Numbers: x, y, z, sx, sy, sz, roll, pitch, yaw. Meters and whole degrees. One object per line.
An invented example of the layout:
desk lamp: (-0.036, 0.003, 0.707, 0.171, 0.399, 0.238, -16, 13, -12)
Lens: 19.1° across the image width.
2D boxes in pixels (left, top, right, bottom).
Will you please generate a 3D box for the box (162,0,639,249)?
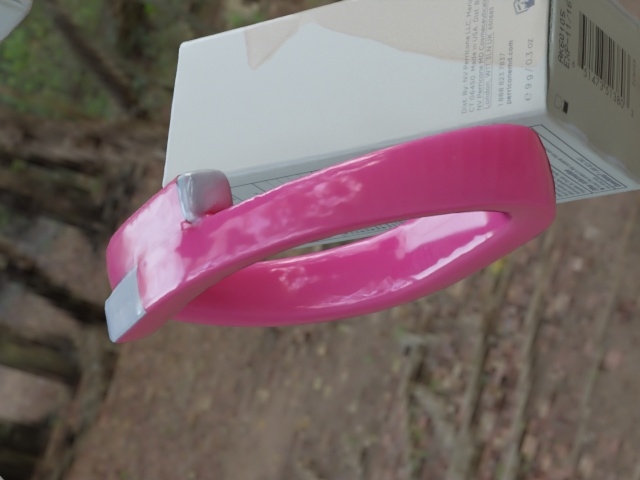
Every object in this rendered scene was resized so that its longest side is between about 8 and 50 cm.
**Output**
box: (0.056, -0.087, 1.307, 0.311, 0.148, 0.121, -9, 66, 34)

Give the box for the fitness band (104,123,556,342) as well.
fitness band: (0.000, 0.000, 1.008, 0.291, 0.209, 0.054, 146, 114, -63)

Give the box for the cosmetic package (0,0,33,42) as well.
cosmetic package: (-0.259, -0.115, 0.927, 0.296, 0.129, 0.153, -37, 42, 42)

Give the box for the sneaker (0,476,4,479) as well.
sneaker: (-0.008, 0.158, 0.415, 0.106, 0.162, 0.281, -45, 51, 1)
